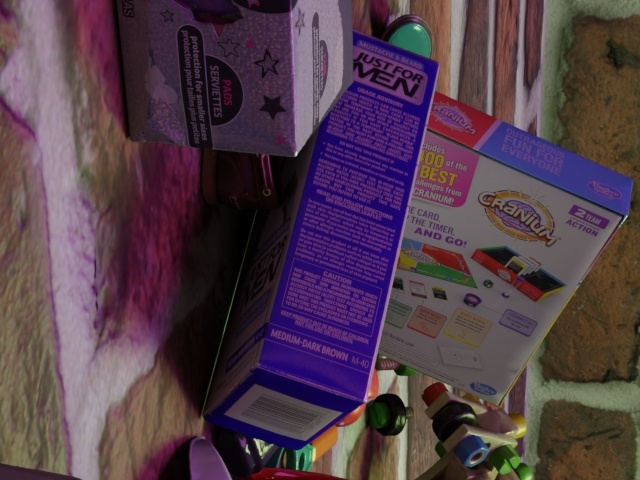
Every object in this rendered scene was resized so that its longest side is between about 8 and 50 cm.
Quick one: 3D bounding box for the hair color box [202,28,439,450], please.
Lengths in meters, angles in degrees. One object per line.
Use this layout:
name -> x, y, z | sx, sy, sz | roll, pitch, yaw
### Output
hair color box -> 0.000, 0.000, 1.302 | 0.185, 0.110, 0.338 | 132, -24, -61

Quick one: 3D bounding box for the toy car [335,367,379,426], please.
toy car -> 0.051, 0.084, 1.735 | 0.225, 0.053, 0.239 | 75, 26, -52

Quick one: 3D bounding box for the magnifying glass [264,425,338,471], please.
magnifying glass -> -0.023, 0.243, 1.591 | 0.231, 0.026, 0.092 | -23, 118, -73

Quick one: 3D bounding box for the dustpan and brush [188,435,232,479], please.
dustpan and brush -> -0.093, 0.255, 1.203 | 0.211, 0.060, 0.147 | -172, -104, -71

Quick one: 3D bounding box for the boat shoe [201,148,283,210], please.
boat shoe -> -0.057, -0.129, 1.241 | 0.073, 0.073, 0.206 | -25, 118, -68

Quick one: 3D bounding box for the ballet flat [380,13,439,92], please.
ballet flat -> 0.107, -0.232, 1.821 | 0.213, 0.072, 0.068 | 71, 2, -58

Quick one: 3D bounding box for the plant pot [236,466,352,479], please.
plant pot -> -0.003, 0.325, 1.396 | 0.191, 0.191, 0.174 | 21, 79, -74

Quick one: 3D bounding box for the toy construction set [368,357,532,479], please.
toy construction set -> 0.229, 0.311, 1.899 | 0.237, 0.309, 0.257 | 1, 105, -33

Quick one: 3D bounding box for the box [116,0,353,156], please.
box -> -0.060, -0.207, 1.067 | 0.163, 0.142, 0.247 | -58, 150, -58

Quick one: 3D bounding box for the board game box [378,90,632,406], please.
board game box -> 0.148, 0.015, 1.511 | 0.064, 0.242, 0.316 | -68, -177, -48

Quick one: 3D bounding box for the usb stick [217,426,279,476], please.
usb stick -> -0.015, 0.123, 1.431 | 0.278, 0.045, 0.077 | -49, 142, -41

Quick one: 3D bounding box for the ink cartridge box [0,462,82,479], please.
ink cartridge box -> -0.183, 0.258, 0.907 | 0.212, 0.093, 0.154 | 78, 23, -52
